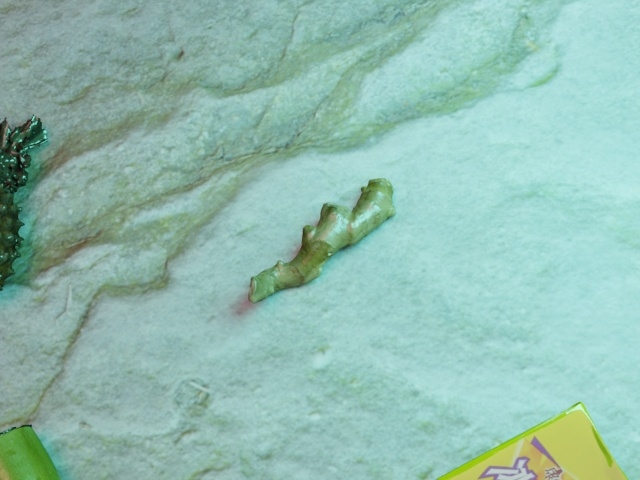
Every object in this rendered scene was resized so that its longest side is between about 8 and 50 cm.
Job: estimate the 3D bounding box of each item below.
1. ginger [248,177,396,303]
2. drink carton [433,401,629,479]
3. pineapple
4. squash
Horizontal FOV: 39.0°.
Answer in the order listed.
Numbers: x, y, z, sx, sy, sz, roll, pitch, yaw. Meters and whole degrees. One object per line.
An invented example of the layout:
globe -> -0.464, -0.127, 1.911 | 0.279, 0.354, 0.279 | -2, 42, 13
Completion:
ginger -> 0.000, 0.000, 1.405 | 0.288, 0.075, 0.089 | -36, 87, -4
drink carton -> 0.226, 0.364, 1.181 | 0.351, 0.111, 0.154 | -29, 66, 4
pineapple -> -0.583, -0.072, 1.561 | 0.175, 0.175, 0.361 | -6, 60, 14
squash -> -0.447, 0.379, 1.369 | 0.123, 0.123, 0.186 | -41, 68, -2
